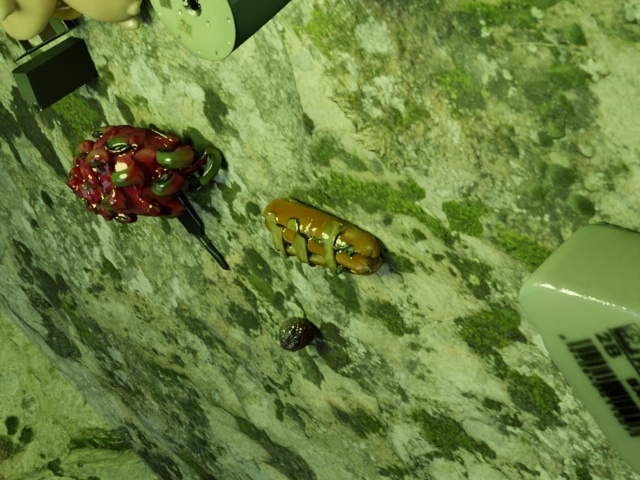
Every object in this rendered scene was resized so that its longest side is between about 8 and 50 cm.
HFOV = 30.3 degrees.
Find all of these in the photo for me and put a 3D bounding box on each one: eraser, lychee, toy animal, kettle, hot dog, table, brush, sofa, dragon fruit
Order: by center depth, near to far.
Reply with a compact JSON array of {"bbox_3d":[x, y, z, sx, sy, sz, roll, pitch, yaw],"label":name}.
[{"bbox_3d":[0.402,0.117,1.475,0.331,0.150,0.331,35,146,28],"label":"eraser"},{"bbox_3d":[-0.090,-0.379,1.496,0.160,0.243,0.211,24,143,36],"label":"kettle"},{"bbox_3d":[-0.469,-0.427,1.947,0.345,0.247,0.277,42,151,14],"label":"toy animal"},{"bbox_3d":[0.000,0.000,1.967,0.269,0.072,0.109,22,142,42],"label":"hot dog"},{"bbox_3d":[-0.519,-0.420,2.114,0.062,0.175,0.146,-22,106,42],"label":"table"},{"bbox_3d":[-0.327,-0.117,2.147,0.273,0.198,0.218,17,162,46],"label":"dragon fruit"},{"bbox_3d":[-0.499,-0.312,2.216,0.060,0.147,0.085,14,134,42],"label":"sofa"},{"bbox_3d":[-0.046,0.177,2.226,0.083,0.067,0.068,-136,56,-70],"label":"lychee"},{"bbox_3d":[-0.241,-0.018,2.326,0.193,0.016,0.063,55,150,-7],"label":"brush"}]
